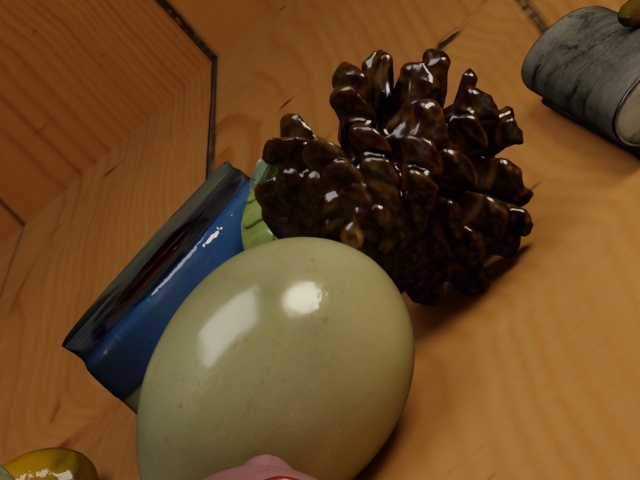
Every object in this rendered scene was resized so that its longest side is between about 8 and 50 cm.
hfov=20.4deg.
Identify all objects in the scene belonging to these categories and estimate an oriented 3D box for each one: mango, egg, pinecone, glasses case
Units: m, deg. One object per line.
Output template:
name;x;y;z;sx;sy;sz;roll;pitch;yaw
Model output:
mango;-0.302;0.262;1.823;0.190;0.075;0.098;-29;36;29
egg;-0.038;0.114;1.359;0.253;0.188;0.188;-54;17;-10
pinecone;0.069;-0.053;1.490;0.201;0.229;0.202;-62;0;-19
glasses case;0.260;-0.150;1.563;0.114;0.060;0.299;-42;16;3

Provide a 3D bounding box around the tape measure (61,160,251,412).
tape measure;-0.109;0.059;1.748;0.259;0.138;0.262;-50;12;-9

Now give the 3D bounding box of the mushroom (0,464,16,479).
mushroom;-0.407;0.285;1.729;0.267;0.189;0.164;-27;51;40

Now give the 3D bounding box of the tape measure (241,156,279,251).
tape measure;0.000;0.000;1.621;0.087;0.177;0.154;-29;32;41

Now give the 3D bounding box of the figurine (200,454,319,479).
figurine;-0.040;0.226;1.126;0.173;0.173;0.173;-39;16;13

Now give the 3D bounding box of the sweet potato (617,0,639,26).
sweet potato;0.326;-0.240;1.604;0.249;0.059;0.069;-38;1;-37
